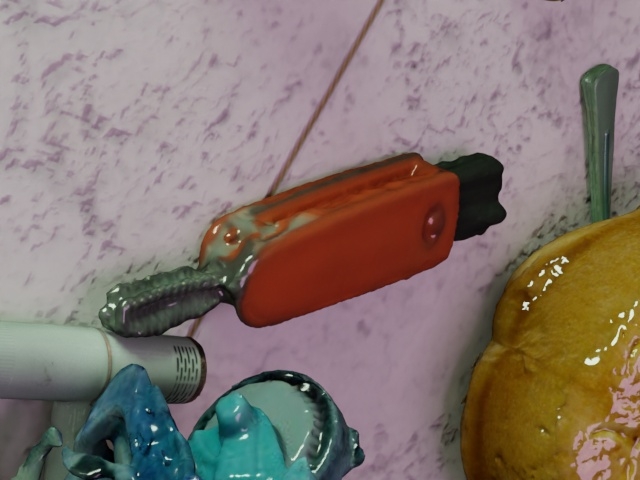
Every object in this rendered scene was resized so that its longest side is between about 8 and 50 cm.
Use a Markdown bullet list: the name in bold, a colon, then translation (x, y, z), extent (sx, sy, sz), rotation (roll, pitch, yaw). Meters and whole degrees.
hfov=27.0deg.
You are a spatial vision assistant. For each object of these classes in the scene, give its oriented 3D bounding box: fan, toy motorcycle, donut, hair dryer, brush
- **fan**: translation (0.219, -0.043, 1.030), extent (0.038, 0.016, 0.193), rotation (-28, 123, -35)
- **toy motorcycle**: translation (-0.065, 0.183, 0.645), extent (0.206, 0.260, 0.154), rotation (-21, 133, 9)
- **donut**: translation (0.265, 0.119, 0.994), extent (0.299, 0.150, 0.317), rotation (27, 88, -24)
- **hair dryer**: translation (-0.154, 0.133, 0.738), extent (0.155, 0.044, 0.183), rotation (11, 102, -43)
- **brush**: translation (-0.001, 0.000, 0.823), extent (0.323, 0.051, 0.070), rotation (-18, 125, -41)
